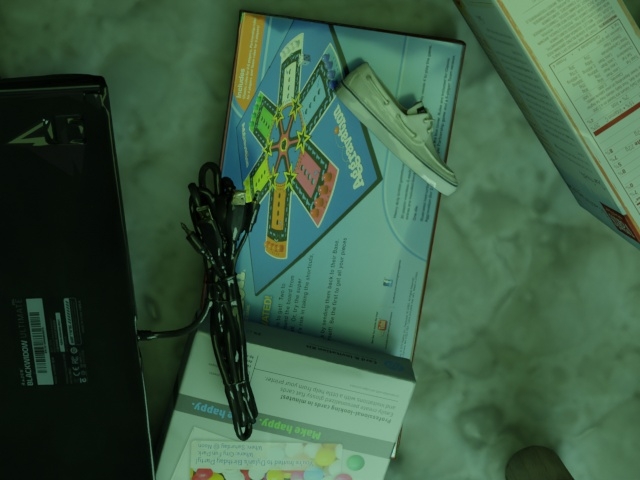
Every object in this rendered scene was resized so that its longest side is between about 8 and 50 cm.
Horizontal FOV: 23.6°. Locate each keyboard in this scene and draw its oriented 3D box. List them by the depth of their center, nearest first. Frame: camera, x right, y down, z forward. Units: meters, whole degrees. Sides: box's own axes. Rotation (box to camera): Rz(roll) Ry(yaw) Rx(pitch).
[{"bbox_3d":[-0.128,0.056,0.928,0.202,0.033,0.317,-2,109,7],"label":"keyboard"}]

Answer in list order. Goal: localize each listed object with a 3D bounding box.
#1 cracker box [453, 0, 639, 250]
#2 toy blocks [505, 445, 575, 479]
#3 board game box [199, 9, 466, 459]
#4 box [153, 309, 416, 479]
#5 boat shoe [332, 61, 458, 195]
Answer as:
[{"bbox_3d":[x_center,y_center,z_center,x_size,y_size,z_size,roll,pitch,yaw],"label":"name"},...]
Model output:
[{"bbox_3d":[0.145,-0.114,0.917,0.067,0.155,0.232,-33,105,2],"label":"cracker box"},{"bbox_3d":[0.318,0.142,0.941,0.309,0.260,0.288,25,99,-11],"label":"toy blocks"},{"bbox_3d":[0.000,0.000,0.995,0.145,0.027,0.281,7,102,-8],"label":"board game box"},{"bbox_3d":[-0.035,0.149,0.995,0.145,0.038,0.186,15,110,-9],"label":"box"},{"bbox_3d":[0.054,-0.071,0.953,0.100,0.035,0.035,44,98,-6],"label":"boat shoe"}]
